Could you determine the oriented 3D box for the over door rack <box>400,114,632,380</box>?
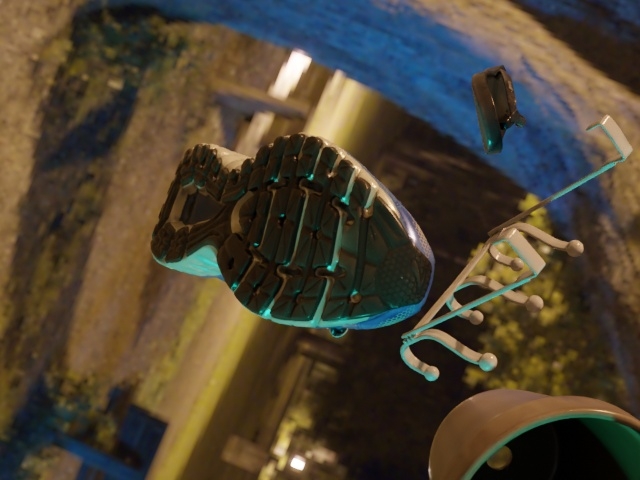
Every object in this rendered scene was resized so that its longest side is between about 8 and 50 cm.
[{"bbox_3d":[0.241,0.029,1.654,0.239,0.108,0.324,-48,176,-34],"label":"over door rack"}]

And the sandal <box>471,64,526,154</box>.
[{"bbox_3d":[0.234,-0.181,1.781,0.254,0.054,0.097,-61,139,-67],"label":"sandal"}]

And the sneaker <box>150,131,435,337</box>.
[{"bbox_3d":[0.000,0.000,1.005,0.330,0.147,0.129,20,-90,64],"label":"sneaker"}]

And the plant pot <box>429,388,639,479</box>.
[{"bbox_3d":[0.264,0.317,1.749,0.280,0.323,0.323,-129,-120,-72],"label":"plant pot"}]
